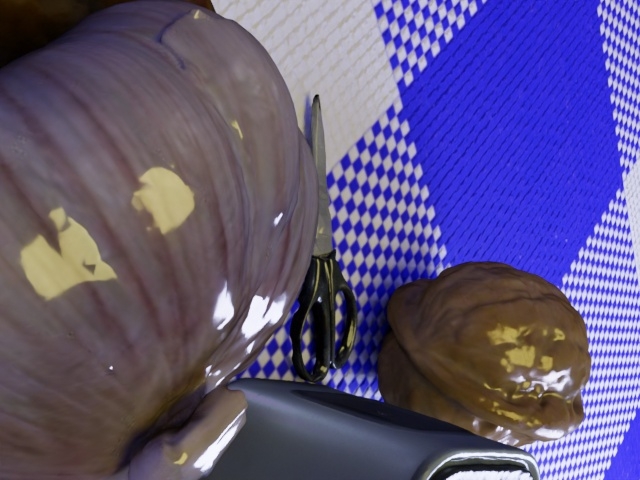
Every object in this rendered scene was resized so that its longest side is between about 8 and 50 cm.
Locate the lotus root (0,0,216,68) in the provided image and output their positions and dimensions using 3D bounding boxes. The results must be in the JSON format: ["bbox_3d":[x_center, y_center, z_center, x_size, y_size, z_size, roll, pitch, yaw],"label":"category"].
[{"bbox_3d":[-0.186,-0.196,0.594,0.291,0.193,0.193,46,63,-54],"label":"lotus root"}]

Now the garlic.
[{"bbox_3d":[-0.133,0.009,0.559,0.241,0.322,0.322,41,62,-14],"label":"garlic"}]

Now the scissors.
[{"bbox_3d":[0.000,0.000,0.992,0.109,0.022,0.300,-25,117,-51],"label":"scissors"}]

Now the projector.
[{"bbox_3d":[0.033,0.282,0.918,0.248,0.249,0.248,16,86,-52],"label":"projector"}]

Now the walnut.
[{"bbox_3d":[0.182,0.136,1.102,0.257,0.257,0.224,1,130,-52],"label":"walnut"}]
